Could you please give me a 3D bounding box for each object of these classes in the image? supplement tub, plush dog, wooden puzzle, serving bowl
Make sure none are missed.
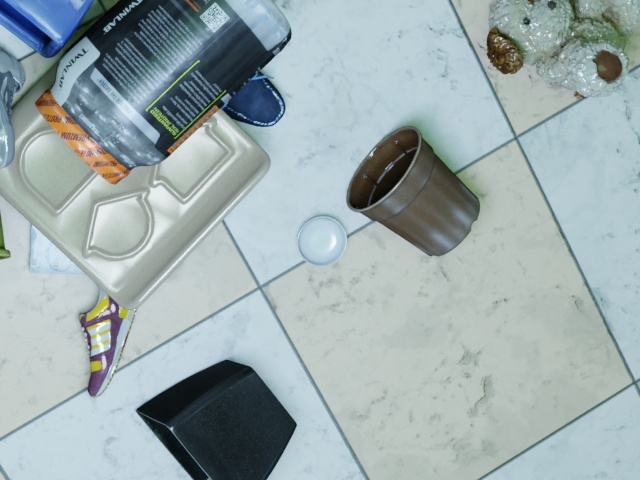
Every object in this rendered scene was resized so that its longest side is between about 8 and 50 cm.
[{"bbox_3d":[-0.223,-0.250,1.760,0.338,0.207,0.207,-43,106,0],"label":"supplement tub"},{"bbox_3d":[0.380,-0.335,2.027,0.225,0.210,0.262,26,64,-2],"label":"plush dog"},{"bbox_3d":[-0.301,-0.120,1.904,0.348,0.080,0.322,44,88,-1],"label":"wooden puzzle"},{"bbox_3d":[0.000,0.000,2.039,0.083,0.027,0.083,-2,99,-13],"label":"serving bowl"}]

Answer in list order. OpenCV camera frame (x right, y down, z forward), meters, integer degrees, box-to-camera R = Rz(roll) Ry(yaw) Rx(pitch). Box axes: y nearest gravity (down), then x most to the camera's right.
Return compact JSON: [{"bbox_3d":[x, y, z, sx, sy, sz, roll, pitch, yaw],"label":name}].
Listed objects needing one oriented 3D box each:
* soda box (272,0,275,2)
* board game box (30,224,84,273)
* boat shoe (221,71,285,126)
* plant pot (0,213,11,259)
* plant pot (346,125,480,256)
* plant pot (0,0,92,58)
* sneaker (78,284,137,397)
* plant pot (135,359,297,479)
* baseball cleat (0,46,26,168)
[{"bbox_3d":[-0.149,-0.443,1.914,0.216,0.069,0.074,39,87,-17],"label":"soda box"},{"bbox_3d":[-0.405,0.007,1.945,0.090,0.020,0.090,2,98,-14],"label":"board game box"},{"bbox_3d":[-0.166,-0.252,1.928,0.258,0.089,0.109,29,91,-16],"label":"boat shoe"},{"bbox_3d":[-0.623,-0.139,1.724,0.367,0.366,0.353,-3,88,-13],"label":"plant pot"},{"bbox_3d":[0.156,-0.069,2.007,0.165,0.167,0.167,38,88,-24],"label":"plant pot"},{"bbox_3d":[-0.407,-0.418,1.777,0.236,0.236,0.212,38,81,-16],"label":"plant pot"},{"bbox_3d":[-0.346,0.151,1.963,0.084,0.069,0.185,19,87,-7],"label":"sneaker"},{"bbox_3d":[-0.152,0.292,1.975,0.167,0.188,0.187,-42,106,-17],"label":"plant pot"},{"bbox_3d":[-0.468,-0.207,1.840,0.109,0.072,0.205,-10,81,-53],"label":"baseball cleat"}]
